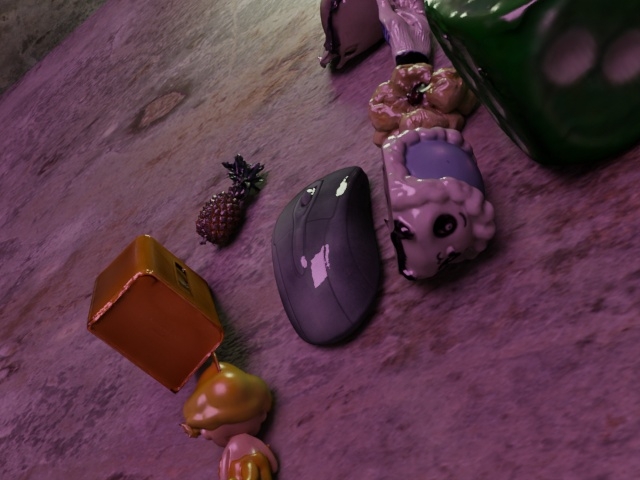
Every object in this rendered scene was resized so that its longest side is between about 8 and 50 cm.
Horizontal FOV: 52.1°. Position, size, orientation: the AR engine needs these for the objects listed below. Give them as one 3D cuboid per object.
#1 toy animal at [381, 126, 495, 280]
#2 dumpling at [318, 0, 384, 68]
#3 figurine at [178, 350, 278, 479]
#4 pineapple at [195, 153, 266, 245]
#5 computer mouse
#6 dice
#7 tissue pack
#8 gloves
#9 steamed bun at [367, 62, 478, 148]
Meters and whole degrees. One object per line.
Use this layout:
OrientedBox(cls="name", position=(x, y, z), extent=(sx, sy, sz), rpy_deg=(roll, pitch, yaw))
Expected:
OrientedBox(cls="toy animal", position=(0.172, -0.052, 0.972), extent=(0.156, 0.208, 0.204), rpy_deg=(-11, 48, 4))
OrientedBox(cls="dumpling", position=(0.069, -0.519, 1.435), extent=(0.293, 0.163, 0.204), rpy_deg=(-52, 43, 15))
OrientedBox(cls="figurine", position=(-0.138, 0.290, 1.029), extent=(0.156, 0.131, 0.246), rpy_deg=(-15, 51, -18))
OrientedBox(cls="pineapple", position=(-0.200, -0.083, 1.394), extent=(0.103, 0.083, 0.221), rpy_deg=(9, 64, 44))
OrientedBox(cls="computer mouse", position=(0.000, 0.000, 1.133), extent=(0.188, 0.122, 0.370), rpy_deg=(-24, 43, 26))
OrientedBox(cls="dice", position=(0.341, -0.307, 0.924), extent=(0.300, 0.297, 0.287), rpy_deg=(-41, 39, 11))
OrientedBox(cls="tissue pack", position=(-0.297, 0.116, 1.185), extent=(0.145, 0.194, 0.274), rpy_deg=(-49, 21, 0))
OrientedBox(cls="gloves", position=(0.166, -0.436, 1.304), extent=(0.097, 0.119, 0.229), rpy_deg=(144, 128, -65))
OrientedBox(cls="steamed bun", position=(0.166, -0.238, 1.170), extent=(0.177, 0.106, 0.192), rpy_deg=(27, 82, 50))
